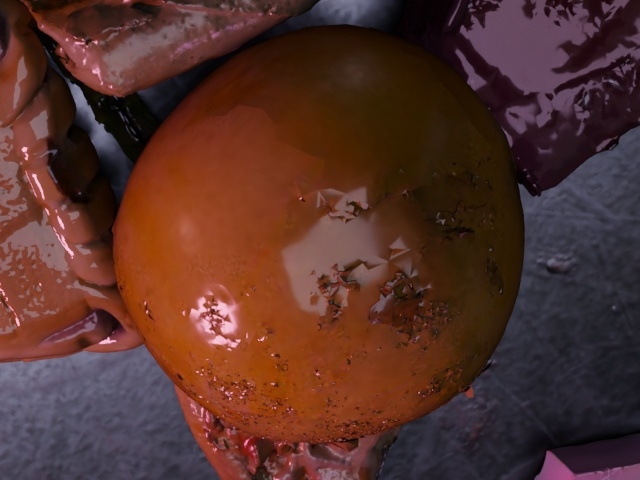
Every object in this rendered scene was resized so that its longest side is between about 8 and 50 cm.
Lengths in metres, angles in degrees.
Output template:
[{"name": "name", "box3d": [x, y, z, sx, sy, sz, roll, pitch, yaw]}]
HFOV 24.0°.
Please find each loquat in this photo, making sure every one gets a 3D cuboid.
[{"name": "loquat", "box3d": [0.000, 0.000, 0.832, 0.235, 0.235, 0.235, -2, 104, -9]}]

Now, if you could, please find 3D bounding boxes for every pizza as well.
[{"name": "pizza", "box3d": [0.019, 0.101, 0.965, 0.195, 0.052, 0.185, -40, 110, 1]}]

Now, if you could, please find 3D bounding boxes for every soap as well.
[{"name": "soap", "box3d": [0.177, -0.185, 0.891, 0.289, 0.112, 0.182, -40, 110, 1]}, {"name": "soap", "box3d": [0.186, 0.213, 1.018, 0.100, 0.056, 0.149, -8, 105, -5]}]

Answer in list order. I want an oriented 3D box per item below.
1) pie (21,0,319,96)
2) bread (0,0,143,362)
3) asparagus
[{"name": "pie", "box3d": [-0.029, -0.178, 0.843, 0.282, 0.128, 0.068, -34, 141, -9]}, {"name": "bread", "box3d": [-0.188, -0.024, 0.882, 0.134, 0.081, 0.225, -18, 108, 0]}, {"name": "asparagus", "box3d": [-0.124, -0.087, 0.903, 0.036, 0.030, 0.165, -27, 110, 23]}]
